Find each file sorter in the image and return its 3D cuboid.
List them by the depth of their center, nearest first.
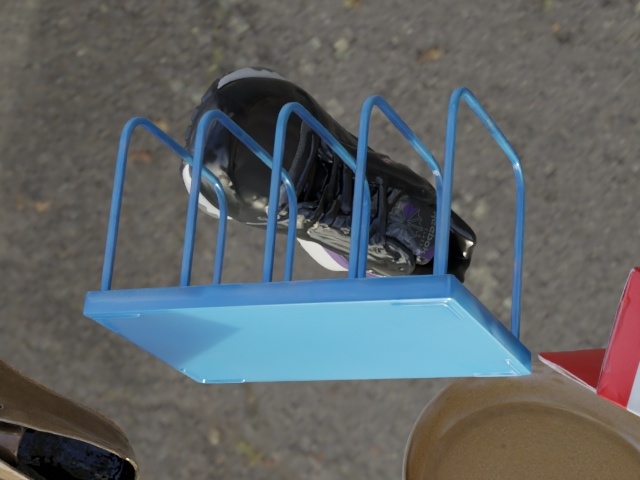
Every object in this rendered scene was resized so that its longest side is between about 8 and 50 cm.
[{"bbox_3d":[0.000,0.000,0.799,0.170,0.104,0.118,-4,159,22],"label":"file sorter"}]

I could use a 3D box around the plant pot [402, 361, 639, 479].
[{"bbox_3d":[0.166,0.189,1.215,0.236,0.236,0.032,35,139,12],"label":"plant pot"}]

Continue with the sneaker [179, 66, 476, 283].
[{"bbox_3d":[0.021,-0.037,1.194,0.124,0.283,0.107,19,86,32],"label":"sneaker"}]

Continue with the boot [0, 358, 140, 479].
[{"bbox_3d":[-0.284,0.137,1.410,0.305,0.112,0.115,22,175,-16],"label":"boot"}]

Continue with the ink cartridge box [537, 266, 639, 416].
[{"bbox_3d":[0.248,0.071,0.943,0.231,0.134,0.078,26,108,42],"label":"ink cartridge box"}]
